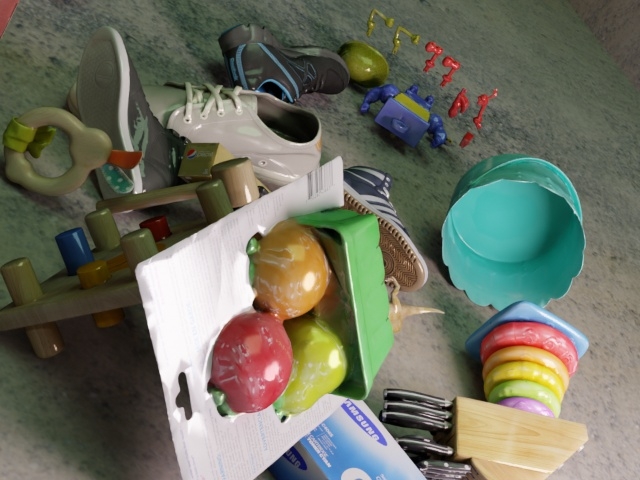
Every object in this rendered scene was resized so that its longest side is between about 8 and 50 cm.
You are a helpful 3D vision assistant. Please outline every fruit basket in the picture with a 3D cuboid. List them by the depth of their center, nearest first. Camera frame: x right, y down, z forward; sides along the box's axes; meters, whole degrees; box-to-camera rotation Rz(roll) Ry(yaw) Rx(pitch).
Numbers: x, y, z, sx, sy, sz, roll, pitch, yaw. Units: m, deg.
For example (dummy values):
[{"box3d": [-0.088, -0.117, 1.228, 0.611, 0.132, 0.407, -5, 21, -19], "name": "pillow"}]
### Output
[{"box3d": [-0.067, 0.105, 1.256, 0.165, 0.327, 0.353, 12, 31, 42], "name": "fruit basket"}]

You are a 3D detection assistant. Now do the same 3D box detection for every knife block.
[{"box3d": [0.218, 0.277, 1.535, 0.276, 0.088, 0.242, -29, 70, -36], "name": "knife block"}]

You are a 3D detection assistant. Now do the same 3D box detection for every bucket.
[{"box3d": [0.364, -0.024, 2.007, 0.281, 0.281, 0.183, 33, 26, -8], "name": "bucket"}]

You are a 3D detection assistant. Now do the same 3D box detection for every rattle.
[{"box3d": [-0.339, -0.124, 1.512, 0.200, 0.130, 0.143, 1, -4, 2], "name": "rattle"}]

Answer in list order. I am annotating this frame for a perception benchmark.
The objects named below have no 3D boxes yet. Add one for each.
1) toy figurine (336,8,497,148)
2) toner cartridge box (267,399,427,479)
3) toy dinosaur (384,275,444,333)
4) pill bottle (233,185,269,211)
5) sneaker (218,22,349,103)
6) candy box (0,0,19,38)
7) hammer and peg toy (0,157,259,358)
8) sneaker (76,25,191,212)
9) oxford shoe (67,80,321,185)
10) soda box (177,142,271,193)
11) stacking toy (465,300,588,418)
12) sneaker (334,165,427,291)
[{"box3d": [0.181, -0.312, 2.284, 0.362, 0.191, 0.217, 36, 35, -1], "name": "toy figurine"}, {"box3d": [0.069, 0.344, 1.374, 0.348, 0.075, 0.165, 49, 31, 19], "name": "toner cartridge box"}, {"box3d": [0.118, 0.112, 1.782, 0.183, 0.053, 0.092, -8, 68, -42], "name": "toy dinosaur"}, {"box3d": [-0.063, 0.036, 1.586, 0.219, 0.123, 0.123, 48, 29, -9], "name": "pill bottle"}, {"box3d": [-0.069, -0.323, 2.124, 0.341, 0.125, 0.139, 6, 70, -47], "name": "sneaker"}, {"box3d": [-0.533, -0.407, 1.640, 0.088, 0.183, 0.316, 18, 36, -29], "name": "candy box"}, {"box3d": [-0.219, 0.017, 1.356, 0.361, 0.266, 0.127, -45, 119, -60], "name": "hammer and peg toy"}, {"box3d": [-0.280, -0.180, 1.633, 0.147, 0.105, 0.295, 3, 71, -53], "name": "sneaker"}, {"box3d": [-0.192, -0.207, 1.768, 0.449, 0.130, 0.169, 12, 42, -22], "name": "oxford shoe"}, {"box3d": [-0.145, -0.086, 1.649, 0.181, 0.061, 0.058, 43, 55, -56], "name": "soda box"}, {"box3d": [0.327, 0.263, 1.710, 0.166, 0.175, 0.302, 32, 42, -14], "name": "stacking toy"}, {"box3d": [0.111, -0.032, 1.905, 0.282, 0.099, 0.153, 44, 32, 16], "name": "sneaker"}]
